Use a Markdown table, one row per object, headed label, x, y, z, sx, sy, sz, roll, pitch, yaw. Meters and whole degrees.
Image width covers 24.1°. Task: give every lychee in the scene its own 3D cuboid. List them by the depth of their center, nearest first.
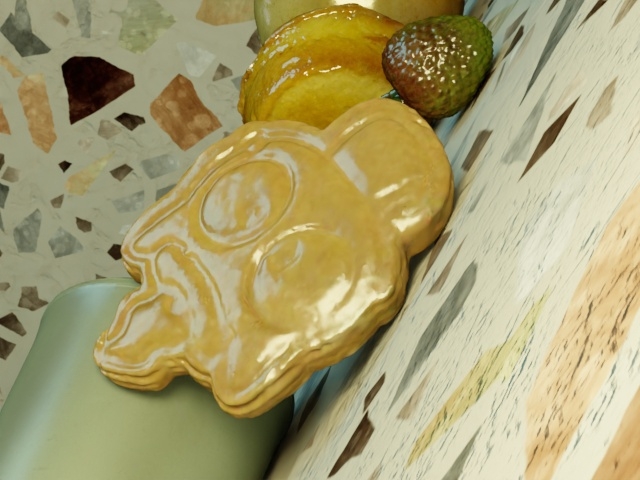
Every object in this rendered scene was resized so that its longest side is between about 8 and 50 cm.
| label | x | y | z | sx | sy | sz | roll | pitch | yaw |
| --- | --- | --- | --- | --- | --- | --- | --- | --- | --- |
| lychee | 0.123 | -0.186 | 1.631 | 0.146 | 0.114 | 0.114 | -37 | 13 | 20 |

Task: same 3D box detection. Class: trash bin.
| label | x | y | z | sx | sy | sz | roll | pitch | yaw |
| --- | --- | --- | --- | --- | --- | --- | --- | --- | --- |
| trash bin | -0.203 | 0.242 | 1.458 | 0.280 | 0.280 | 0.432 | -54 | 10 | 49 |

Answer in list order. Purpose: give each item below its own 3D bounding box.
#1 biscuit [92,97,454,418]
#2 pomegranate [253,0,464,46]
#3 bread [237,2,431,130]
| label | x | y | z | sx | sy | sz | roll | pitch | yaw |
| --- | --- | --- | --- | --- | --- | --- | --- | --- | --- |
| biscuit | -0.051 | 0.007 | 1.365 | 0.376 | 0.269 | 0.051 | -37 | -36 | 1 |
| pomegranate | 0.057 | -0.316 | 2.110 | 0.319 | 0.319 | 0.319 | -59 | 5 | 8 |
| bread | 0.019 | -0.160 | 1.860 | 0.268 | 0.268 | 0.146 | -57 | 22 | 33 |
